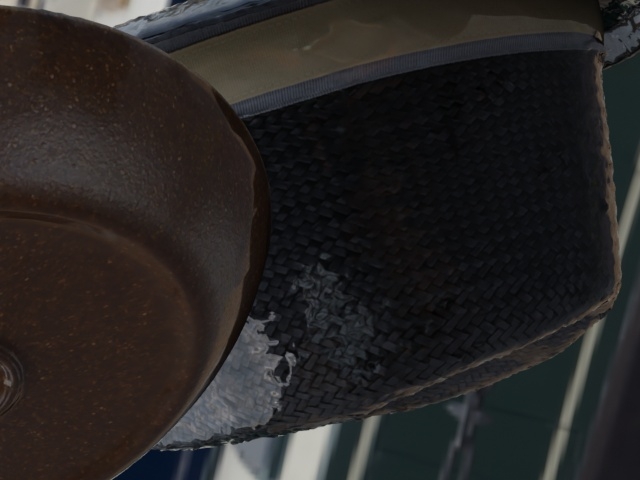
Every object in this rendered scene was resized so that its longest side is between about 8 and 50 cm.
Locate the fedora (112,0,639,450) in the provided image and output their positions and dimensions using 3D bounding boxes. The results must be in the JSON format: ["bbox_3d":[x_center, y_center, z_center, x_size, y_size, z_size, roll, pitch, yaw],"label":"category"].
[{"bbox_3d":[0.000,0.000,0.621,0.334,0.334,0.152,-33,70,64],"label":"fedora"}]

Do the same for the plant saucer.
[{"bbox_3d":[-0.101,0.028,0.391,0.198,0.199,0.036,-62,40,37],"label":"plant saucer"}]
